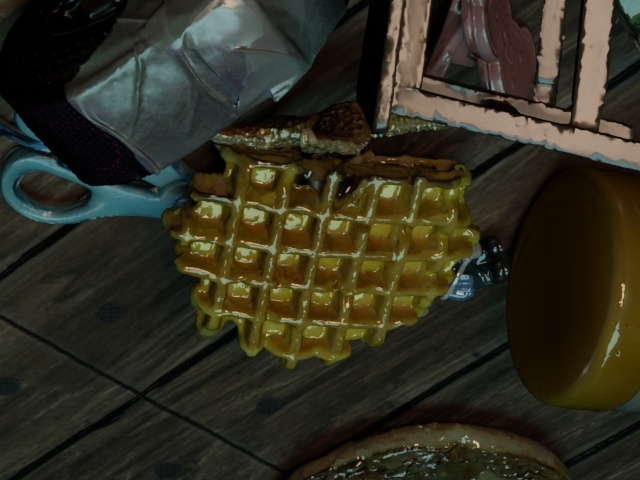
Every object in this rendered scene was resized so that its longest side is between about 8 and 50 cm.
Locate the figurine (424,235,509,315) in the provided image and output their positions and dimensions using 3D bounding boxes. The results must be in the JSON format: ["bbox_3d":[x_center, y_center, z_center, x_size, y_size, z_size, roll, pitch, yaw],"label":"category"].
[{"bbox_3d":[0.115,0.032,1.670,0.149,0.086,0.087,-14,179,-11],"label":"figurine"}]

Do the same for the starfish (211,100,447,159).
[{"bbox_3d":[0.019,-0.096,1.386,0.295,0.048,0.231,3,-168,36],"label":"starfish"}]

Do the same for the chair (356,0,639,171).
[{"bbox_3d":[0.046,-0.191,1.133,0.416,0.203,0.240,6,102,-2],"label":"chair"}]

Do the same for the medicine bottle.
[{"bbox_3d":[0.337,0.058,1.604,0.232,0.238,0.238,8,135,-18],"label":"medicine bottle"}]

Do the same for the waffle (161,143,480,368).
[{"bbox_3d":[0.001,0.001,1.546,0.309,0.065,0.283,-35,120,7],"label":"waffle"}]

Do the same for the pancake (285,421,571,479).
[{"bbox_3d":[0.115,0.340,1.998,0.382,0.071,0.382,-5,139,-4],"label":"pancake"}]

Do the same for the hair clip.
[{"bbox_3d":[0.154,-0.175,1.421,0.102,0.123,0.138,19,138,0],"label":"hair clip"}]

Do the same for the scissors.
[{"bbox_3d":[-0.131,-0.049,1.561,0.393,0.032,0.180,19,131,-26],"label":"scissors"}]

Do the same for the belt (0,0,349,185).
[{"bbox_3d":[-0.129,-0.178,1.317,0.289,0.184,0.164,-29,129,13],"label":"belt"}]

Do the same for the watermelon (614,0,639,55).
[{"bbox_3d":[0.270,-0.258,1.323,0.180,0.224,0.305,10,157,39],"label":"watermelon"}]
